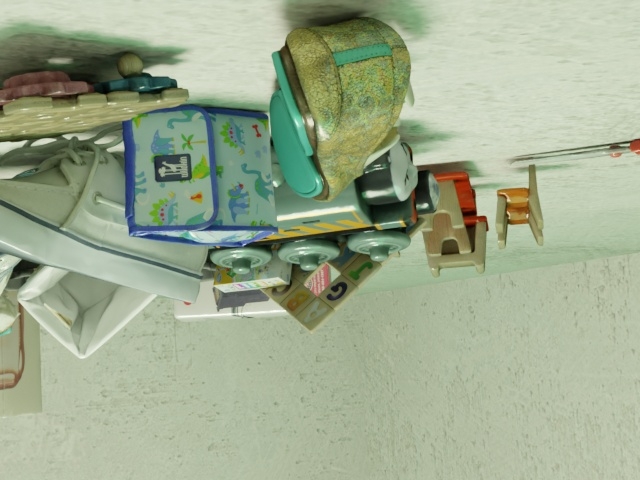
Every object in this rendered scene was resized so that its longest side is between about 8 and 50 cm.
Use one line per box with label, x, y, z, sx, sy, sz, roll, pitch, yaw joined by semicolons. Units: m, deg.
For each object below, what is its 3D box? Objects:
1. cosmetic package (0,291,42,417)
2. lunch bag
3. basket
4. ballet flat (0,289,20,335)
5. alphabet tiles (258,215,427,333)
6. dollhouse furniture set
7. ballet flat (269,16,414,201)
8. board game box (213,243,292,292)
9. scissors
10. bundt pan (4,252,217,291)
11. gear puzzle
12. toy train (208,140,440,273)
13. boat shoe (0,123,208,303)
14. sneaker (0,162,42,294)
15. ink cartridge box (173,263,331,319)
cosmetic package;-0.500;0.111;1.790;0.153;0.296;0.129;-6;174;11
lunch bag;-0.124;-0.064;1.222;0.151;0.128;0.096;3;166;-33
basket;-0.257;0.036;1.455;0.167;0.113;0.103;-41;-165;8
ballet flat;-0.563;0.040;1.588;0.409;0.147;0.147;8;-179;34
alphabet tiles;0.000;0.000;1.573;0.237;0.198;0.009;36;167;51
dollhouse furniture set;0.178;-0.046;1.739;0.262;0.135;0.259;-5;162;9
ballet flat;0.020;-0.107;1.050;0.123;0.123;0.348;-4;174;-3
board game box;-0.079;-0.013;1.585;0.103;0.154;0.026;-8;153;32
scissors;0.397;-0.113;1.570;0.297;0.021;0.109;-10;173;35
bundt pan;-0.290;-0.004;1.676;0.331;0.124;0.331;-5;173;-1
gear puzzle;-0.268;-0.116;1.087;0.175;0.044;0.339;-10;-177;-40
toy train;-0.034;-0.048;1.438;0.334;0.142;0.190;-6;164;16
boat shoe;-0.237;-0.047;1.226;0.136;0.156;0.367;10;173;42
sneaker;-0.396;0.008;1.402;0.283;0.110;0.122;-41;176;12
ink cartridge box;-0.105;0.030;1.864;0.237;0.171;0.100;-4;174;3
